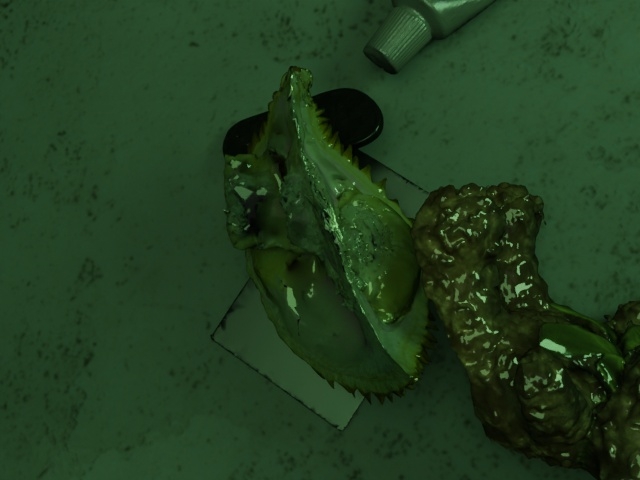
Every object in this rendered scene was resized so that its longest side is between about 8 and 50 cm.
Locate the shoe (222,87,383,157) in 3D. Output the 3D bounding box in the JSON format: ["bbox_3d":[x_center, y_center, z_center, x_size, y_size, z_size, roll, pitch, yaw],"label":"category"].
[{"bbox_3d":[-0.012,-0.104,0.960,0.179,0.049,0.071,-9,62,27],"label":"shoe"}]

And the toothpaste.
[{"bbox_3d":[0.145,-0.281,0.954,0.099,0.068,0.282,43,80,-16],"label":"toothpaste"}]

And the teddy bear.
[{"bbox_3d":[0.221,0.084,0.792,0.222,0.246,0.296,-11,88,36],"label":"teddy bear"}]

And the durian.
[{"bbox_3d":[0.000,0.000,0.869,0.172,0.166,0.306,-17,86,11],"label":"durian"}]

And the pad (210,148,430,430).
[{"bbox_3d":[0.020,0.040,0.948,0.170,0.006,0.245,33,88,14],"label":"pad"}]
